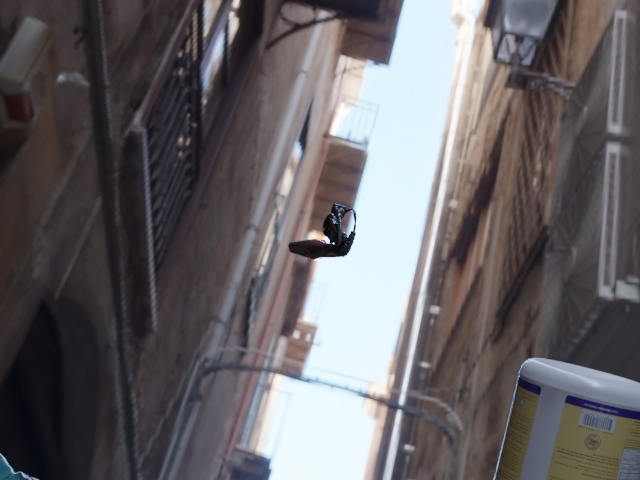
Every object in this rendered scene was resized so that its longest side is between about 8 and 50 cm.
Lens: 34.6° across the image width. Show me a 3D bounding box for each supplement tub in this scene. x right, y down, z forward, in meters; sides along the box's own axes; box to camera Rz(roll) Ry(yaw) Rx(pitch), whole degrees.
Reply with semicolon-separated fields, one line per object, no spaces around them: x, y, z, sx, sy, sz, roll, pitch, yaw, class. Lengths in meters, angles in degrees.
0.427;0.388;1.767;0.241;0.331;0.241;14;1;0;supplement tub

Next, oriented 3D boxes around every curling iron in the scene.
0.000;0.000;1.436;0.035;0.068;0.274;13;-10;-13;curling iron

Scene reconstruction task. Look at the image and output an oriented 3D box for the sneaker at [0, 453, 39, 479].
-0.208;0.267;0.828;0.108;0.121;0.302;-14;-73;41;sneaker
